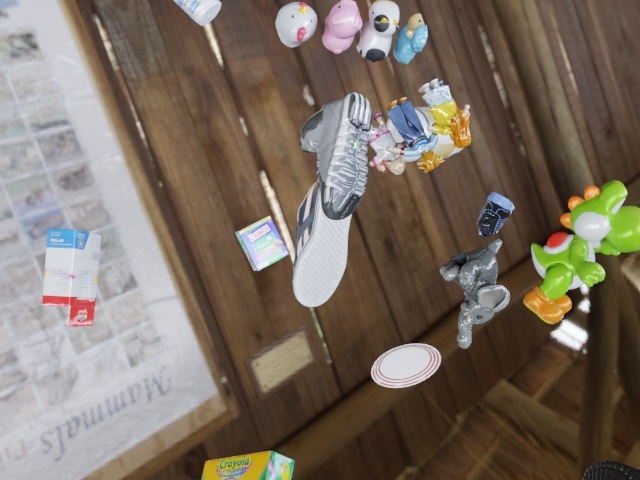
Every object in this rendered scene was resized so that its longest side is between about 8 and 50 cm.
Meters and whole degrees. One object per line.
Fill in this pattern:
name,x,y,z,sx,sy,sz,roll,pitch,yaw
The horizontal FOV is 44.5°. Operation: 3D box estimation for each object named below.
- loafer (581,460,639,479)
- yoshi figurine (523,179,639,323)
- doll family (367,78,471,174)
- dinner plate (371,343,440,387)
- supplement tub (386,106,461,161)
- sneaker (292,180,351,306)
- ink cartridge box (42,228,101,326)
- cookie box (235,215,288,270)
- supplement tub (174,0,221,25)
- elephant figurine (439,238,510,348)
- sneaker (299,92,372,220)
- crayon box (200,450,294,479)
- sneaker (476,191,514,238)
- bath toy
loafer,0.443,0.348,1.043,0.078,0.080,0.220,25,160,-23
yoshi figurine,0.658,0.039,1.875,0.203,0.362,0.203,15,-155,-26
doll family,0.222,-0.234,1.645,0.263,0.163,0.118,-29,176,-12
dinner plate,0.168,0.244,1.546,0.141,0.141,0.017,-19,-135,3
supplement tub,0.287,-0.287,2.099,0.199,0.144,0.144,-9,176,-40
sneaker,0.000,0.000,1.940,0.126,0.321,0.127,14,-175,-23
ink cartridge box,-0.608,0.092,1.910,0.078,0.231,0.134,2,175,12
cookie box,-0.142,0.007,1.896,0.092,0.107,0.040,-29,-173,-22
supplement tub,-0.277,-0.530,1.707,0.071,0.107,0.071,-46,177,-3
elephant figurine,0.448,0.153,2.201,0.186,0.239,0.169,-19,-166,36
sneaker,0.014,-0.141,1.370,0.132,0.229,0.086,-1,161,43
crayon box,-0.194,0.620,1.920,0.278,0.081,0.165,-23,-136,43
sneaker,0.492,-0.065,2.228,0.090,0.081,0.232,-57,164,-7
bath toy,0.071,-0.501,1.853,0.348,0.151,0.129,3,-154,-14
